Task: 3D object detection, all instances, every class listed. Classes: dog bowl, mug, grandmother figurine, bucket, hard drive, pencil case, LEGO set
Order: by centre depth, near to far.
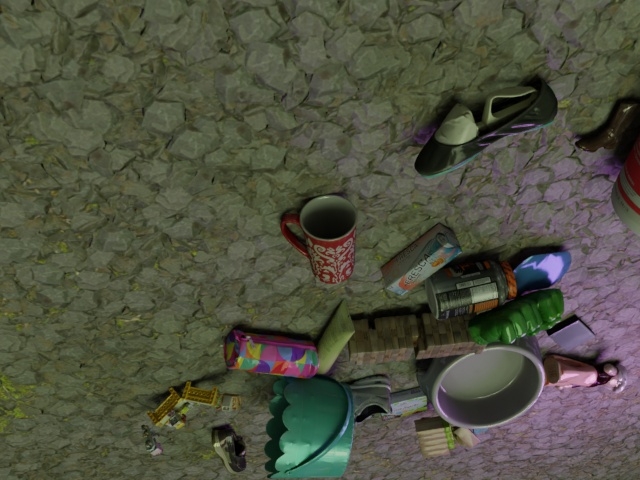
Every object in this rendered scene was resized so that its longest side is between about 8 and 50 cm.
[{"bbox_3d":[0.008,-0.005,1.354,0.113,0.150,0.169,-43,151,-24],"label":"mug"},{"bbox_3d":[-0.119,0.276,1.617,0.237,0.104,0.104,13,132,-29],"label":"pencil case"},{"bbox_3d":[-0.031,0.474,1.707,0.183,0.281,0.281,8,135,-11],"label":"bucket"},{"bbox_3d":[-0.327,0.443,1.733,0.287,0.132,0.107,-27,146,6],"label":"LEGO set"},{"bbox_3d":[0.441,0.369,1.802,0.349,0.102,0.348,-3,123,-5],"label":"dog bowl"},{"bbox_3d":[0.710,0.264,1.889,0.094,0.022,0.135,-35,135,22],"label":"hard drive"},{"bbox_3d":[0.813,0.409,2.032,0.343,0.103,0.208,9,161,-28],"label":"grandmother figurine"}]

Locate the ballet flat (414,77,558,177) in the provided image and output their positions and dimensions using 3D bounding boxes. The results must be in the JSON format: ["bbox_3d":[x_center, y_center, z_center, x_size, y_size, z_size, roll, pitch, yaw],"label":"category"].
[{"bbox_3d":[0.288,-0.213,1.196,0.281,0.095,0.096,-26,129,-2],"label":"ballet flat"}]

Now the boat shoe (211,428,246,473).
[{"bbox_3d":[-0.256,0.628,1.983,0.074,0.080,0.223,-14,135,8],"label":"boat shoe"}]

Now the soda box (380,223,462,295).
[{"bbox_3d":[0.221,0.045,1.476,0.058,0.062,0.183,26,125,-37],"label":"soda box"}]

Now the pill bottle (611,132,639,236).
[{"bbox_3d":[0.720,-0.192,1.227,0.229,0.229,0.407,-6,138,-9],"label":"pill bottle"}]

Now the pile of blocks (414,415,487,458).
[{"bbox_3d":[0.441,0.522,2.015,0.362,0.112,0.149,-35,109,14],"label":"pile of blocks"}]

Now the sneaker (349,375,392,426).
[{"bbox_3d":[0.068,0.468,1.866,0.282,0.115,0.105,-19,139,5],"label":"sneaker"}]

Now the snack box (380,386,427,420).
[{"bbox_3d":[0.247,0.491,2.002,0.141,0.037,0.100,-14,138,-1],"label":"snack box"}]

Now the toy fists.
[{"bbox_3d":[0.486,0.183,1.595,0.279,0.096,0.142,-12,166,-42],"label":"toy fists"}]

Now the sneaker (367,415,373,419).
[{"bbox_3d":[0.145,0.511,2.000,0.069,0.038,0.098,5,145,-23],"label":"sneaker"}]

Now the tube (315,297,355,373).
[{"bbox_3d":[0.033,0.247,1.637,0.070,0.062,0.240,36,137,11],"label":"tube"}]

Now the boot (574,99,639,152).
[{"bbox_3d":[0.558,-0.225,1.288,0.107,0.037,0.114,-10,144,-24],"label":"boot"}]

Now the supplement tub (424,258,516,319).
[{"bbox_3d":[0.346,0.110,1.544,0.191,0.117,0.117,-12,139,-3],"label":"supplement tub"}]

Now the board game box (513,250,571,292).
[{"bbox_3d":[0.522,0.067,1.610,0.169,0.033,0.133,-6,136,-19],"label":"board game box"}]

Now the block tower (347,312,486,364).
[{"bbox_3d":[0.235,0.238,1.648,0.336,0.097,0.091,-3,151,-3],"label":"block tower"}]
